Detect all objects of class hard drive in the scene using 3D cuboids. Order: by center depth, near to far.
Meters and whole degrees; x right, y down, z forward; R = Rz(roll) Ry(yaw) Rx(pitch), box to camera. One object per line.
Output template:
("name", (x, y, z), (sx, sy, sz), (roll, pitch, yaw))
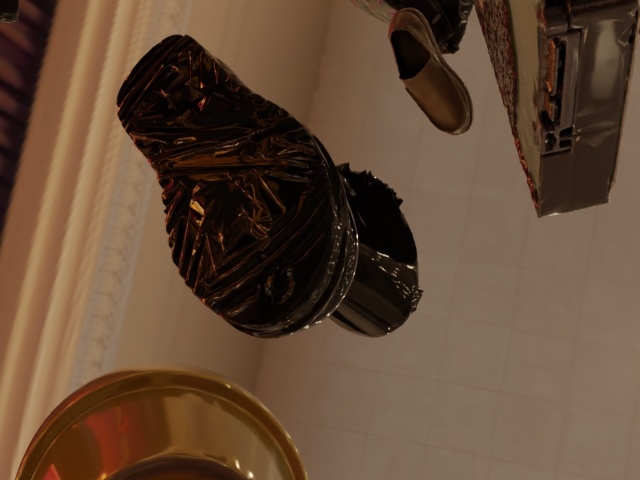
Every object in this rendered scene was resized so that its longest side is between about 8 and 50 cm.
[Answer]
("hard drive", (0.145, -0.218, 0.818), (0.064, 0.237, 0.339), (-11, -121, 3))

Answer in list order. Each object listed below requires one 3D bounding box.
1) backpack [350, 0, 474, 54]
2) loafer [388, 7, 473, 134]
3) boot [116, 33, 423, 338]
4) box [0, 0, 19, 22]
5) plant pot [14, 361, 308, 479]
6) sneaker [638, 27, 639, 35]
("backpack", (0.121, -0.350, 1.573), (0.115, 0.182, 0.152), (-1, -111, 60))
("loafer", (0.111, -0.173, 1.214), (0.056, 0.050, 0.148), (-26, -81, 37))
("boot", (0.000, 0.000, 0.658), (0.094, 0.207, 0.246), (-46, -139, 8))
("box", (-0.314, -0.263, 0.797), (0.270, 0.060, 0.216), (7, -86, 34))
("plant pot", (-0.121, 0.231, 0.893), (0.254, 0.239, 0.254), (0, -91, -9))
("sneaker", (0.341, -0.261, 1.492), (0.095, 0.236, 0.105), (31, -54, 40))
